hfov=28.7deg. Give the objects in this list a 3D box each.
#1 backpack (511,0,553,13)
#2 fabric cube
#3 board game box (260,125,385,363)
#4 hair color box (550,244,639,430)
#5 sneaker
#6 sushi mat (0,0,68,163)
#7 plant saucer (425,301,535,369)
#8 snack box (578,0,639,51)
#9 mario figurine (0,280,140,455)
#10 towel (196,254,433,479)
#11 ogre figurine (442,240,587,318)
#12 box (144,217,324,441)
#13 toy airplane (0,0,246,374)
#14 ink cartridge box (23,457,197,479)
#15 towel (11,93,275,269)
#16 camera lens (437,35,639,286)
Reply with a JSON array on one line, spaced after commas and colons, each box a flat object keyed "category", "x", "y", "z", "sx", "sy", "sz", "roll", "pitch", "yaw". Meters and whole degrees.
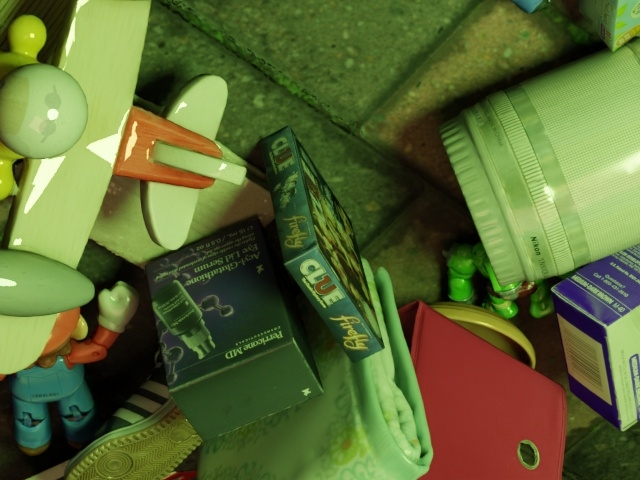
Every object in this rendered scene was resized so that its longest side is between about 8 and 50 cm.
[{"category": "backpack", "x": 0.231, "y": -0.307, "z": 1.316, "sx": 0.101, "sy": 0.098, "sz": 0.120, "roll": 38, "pitch": 116, "yaw": 1}, {"category": "fabric cube", "x": 0.123, "y": 0.268, "z": 1.575, "sx": 0.258, "sy": 0.254, "sz": 0.259, "roll": 32, "pitch": 142, "yaw": -27}, {"category": "board game box", "x": 0.000, "y": 0.000, "z": 1.408, "sx": 0.042, "sy": 0.243, "sz": 0.165, "roll": -27, "pitch": 126, "yaw": 10}, {"category": "hair color box", "x": 0.456, "y": 0.062, "z": 1.543, "sx": 0.338, "sy": 0.110, "sz": 0.185, "roll": -32, "pitch": 129, "yaw": -17}, {"category": "sneaker", "x": -0.207, "y": 0.200, "z": 1.569, "sx": 0.282, "sy": 0.153, "sz": 0.099, "roll": -36, "pitch": 128, "yaw": 9}, {"category": "sushi mat", "x": -0.359, "y": -0.172, "z": 1.357, "sx": 0.151, "sy": 0.019, "sz": 0.316, "roll": 32, "pitch": 115, "yaw": -26}, {"category": "plant saucer", "x": 0.180, "y": 0.133, "z": 1.621, "sx": 0.199, "sy": 0.037, "sz": 0.200, "roll": 11, "pitch": 149, "yaw": 6}, {"category": "snack box", "x": 0.365, "y": -0.304, "z": 1.275, "sx": 0.207, "sy": 0.070, "sz": 0.174, "roll": -35, "pitch": 164, "yaw": 2}, {"category": "mario figurine", "x": -0.335, "y": 0.118, "z": 1.544, "sx": 0.198, "sy": 0.170, "sz": 0.321, "roll": -33, "pitch": 147, "yaw": -30}, {"category": "towel", "x": -0.023, "y": 0.219, "z": 1.488, "sx": 0.090, "sy": 0.374, "sz": 0.320, "roll": 32, "pitch": 117, "yaw": -26}, {"category": "ogre figurine", "x": 0.239, "y": 0.042, "z": 1.567, "sx": 0.197, "sy": 0.097, "sz": 0.118, "roll": 4, "pitch": 136, "yaw": 43}, {"category": "box", "x": -0.101, "y": 0.100, "z": 1.434, "sx": 0.153, "sy": 0.207, "sz": 0.108, "roll": -23, "pitch": 135, "yaw": 3}, {"category": "toy airplane", "x": -0.251, "y": -0.112, "z": 1.214, "sx": 0.384, "sy": 0.272, "sz": 0.386, "roll": -29, "pitch": 101, "yaw": -10}, {"category": "ink cartridge box", "x": -0.286, "y": 0.320, "z": 1.663, "sx": 0.231, "sy": 0.078, "sz": 0.134, "roll": -25, "pitch": 167, "yaw": 8}, {"category": "towel", "x": -0.199, "y": -0.057, "z": 1.457, "sx": 0.282, "sy": 0.049, "sz": 0.187, "roll": 32, "pitch": 117, "yaw": -29}, {"category": "camera lens", "x": 0.293, "y": -0.088, "z": 1.407, "sx": 0.274, "sy": 0.219, "sz": 0.219, "roll": -21, "pitch": 127, "yaw": 7}]
